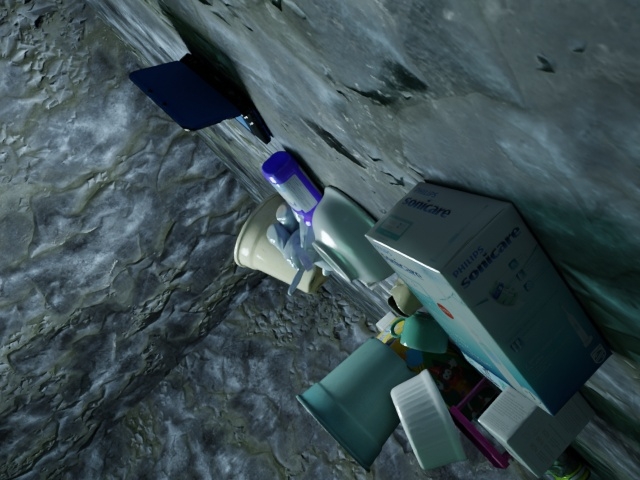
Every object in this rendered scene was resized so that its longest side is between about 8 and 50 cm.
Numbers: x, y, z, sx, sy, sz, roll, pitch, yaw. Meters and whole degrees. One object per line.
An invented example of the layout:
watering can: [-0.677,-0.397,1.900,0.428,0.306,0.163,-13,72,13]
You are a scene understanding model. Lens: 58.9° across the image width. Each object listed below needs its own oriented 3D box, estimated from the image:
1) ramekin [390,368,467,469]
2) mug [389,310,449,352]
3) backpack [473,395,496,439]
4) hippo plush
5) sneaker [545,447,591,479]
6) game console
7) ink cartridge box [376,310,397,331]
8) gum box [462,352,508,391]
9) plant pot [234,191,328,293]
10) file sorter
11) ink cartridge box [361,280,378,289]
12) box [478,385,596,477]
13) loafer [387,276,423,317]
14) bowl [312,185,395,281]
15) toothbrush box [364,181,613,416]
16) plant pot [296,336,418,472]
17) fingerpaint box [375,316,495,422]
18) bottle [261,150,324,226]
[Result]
ramekin: [0.314,0.536,1.678,0.277,0.135,0.277,-24,-90,-88]
mug: [0.285,0.252,1.600,0.157,0.098,0.129,11,180,-4]
backpack: [0.622,0.624,1.917,0.173,0.117,0.158,42,175,10]
hippo plush: [0.000,0.000,1.804,0.236,0.234,0.294,11,-141,-40]
sneaker: [0.685,0.636,1.704,0.121,0.111,0.300,55,169,1]
game console: [-0.308,-0.344,1.480,0.293,0.173,0.250,43,174,28]
ink cartridge box: [0.361,0.430,2.519,0.219,0.092,0.160,44,174,20]
gum box: [0.446,0.331,1.477,0.184,0.041,0.157,42,174,40]
plant pot: [-0.102,0.034,2.138,0.305,0.334,0.334,32,171,17]
file sorter: [0.510,0.523,1.658,0.202,0.182,0.291,45,173,23]
ink cartridge box: [0.170,0.135,2.042,0.083,0.048,0.028,40,172,35]
box: [0.417,0.338,1.091,0.130,0.170,0.091,48,172,-22]
loafer: [0.230,0.160,1.568,0.102,0.092,0.268,45,174,8]
bowl: [0.073,0.011,1.449,0.298,0.134,0.298,46,175,6]
toothbrush box: [0.230,0.072,0.799,0.295,0.126,0.216,50,173,-24]
plant pot: [0.152,0.527,1.911,0.341,0.334,0.341,43,169,10]
fingerpaint box: [0.400,0.463,2.111,0.371,0.163,0.445,44,172,5]
bottle: [-0.046,-0.120,1.570,0.283,0.092,0.118,50,174,-36]
